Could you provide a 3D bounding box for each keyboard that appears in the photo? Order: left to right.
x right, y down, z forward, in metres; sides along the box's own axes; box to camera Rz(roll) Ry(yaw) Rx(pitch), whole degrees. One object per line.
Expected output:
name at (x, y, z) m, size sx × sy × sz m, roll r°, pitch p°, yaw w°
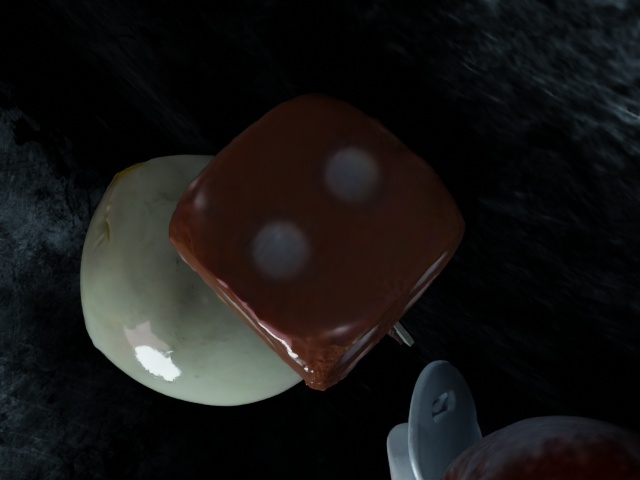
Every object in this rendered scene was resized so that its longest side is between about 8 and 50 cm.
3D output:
keyboard at (0.066, 0.081, 1.219) m, size 0.166 × 0.017 × 0.055 m, roll 51°, pitch 167°, yaw -33°

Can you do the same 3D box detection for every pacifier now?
pacifier at (0.207, 0.287, 1.121) m, size 0.233 × 0.244 × 0.299 m, roll -7°, pitch 93°, yaw 32°

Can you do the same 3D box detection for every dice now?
dice at (0.000, 0.000, 0.746) m, size 0.175 × 0.179 × 0.174 m, roll 46°, pitch 171°, yaw 12°

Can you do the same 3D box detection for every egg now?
egg at (-0.123, 0.056, 1.124) m, size 0.345 × 0.283 × 0.283 m, roll 33°, pitch 177°, yaw -34°

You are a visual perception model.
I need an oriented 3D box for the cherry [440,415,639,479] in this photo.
cherry at (0.224, 0.310, 0.814) m, size 0.335 × 0.291 × 0.326 m, roll 33°, pitch 156°, yaw -23°
